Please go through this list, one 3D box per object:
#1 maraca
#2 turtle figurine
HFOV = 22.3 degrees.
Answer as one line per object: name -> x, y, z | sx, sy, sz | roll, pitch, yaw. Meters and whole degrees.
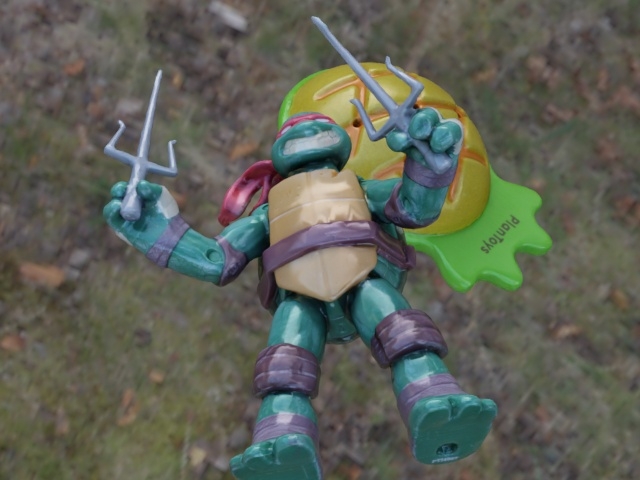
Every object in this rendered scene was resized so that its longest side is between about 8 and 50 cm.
maraca -> 0.057, -0.039, 0.996 | 0.185, 0.099, 0.127 | 38, 50, 8
turtle figurine -> 0.000, 0.000, 0.769 | 0.118, 0.175, 0.234 | 41, 29, -51
